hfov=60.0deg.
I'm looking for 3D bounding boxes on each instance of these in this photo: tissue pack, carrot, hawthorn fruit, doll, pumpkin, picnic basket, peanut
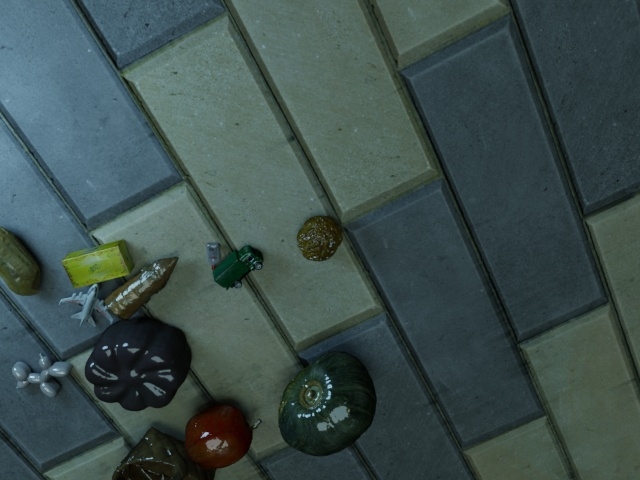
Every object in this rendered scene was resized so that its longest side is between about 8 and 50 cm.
[{"bbox_3d":[-0.653,0.069,1.630,0.176,0.062,0.095,-14,112,1],"label":"tissue pack"},{"bbox_3d":[-0.520,0.130,1.648,0.263,0.102,0.102,-40,109,10],"label":"carrot"},{"bbox_3d":[-0.312,0.635,1.808,0.254,0.205,0.205,-16,112,5],"label":"hawthorn fruit"},{"bbox_3d":[-0.893,0.428,1.757,0.160,0.059,0.161,30,107,-15],"label":"doll"},{"bbox_3d":[0.018,0.512,1.738,0.328,0.291,0.257,-31,132,19],"label":"pumpkin"},{"bbox_3d":[-0.521,0.835,1.798,0.337,0.337,0.293,30,115,-15],"label":"picnic basket"},{"bbox_3d":[-0.894,0.064,1.590,0.120,0.110,0.236,-32,119,-14],"label":"peanut"}]

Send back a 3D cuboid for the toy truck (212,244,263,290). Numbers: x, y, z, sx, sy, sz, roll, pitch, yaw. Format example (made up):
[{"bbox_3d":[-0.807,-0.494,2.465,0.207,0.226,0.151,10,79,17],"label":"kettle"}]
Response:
[{"bbox_3d":[-0.242,0.080,1.657,0.147,0.065,0.079,-40,123,10],"label":"toy truck"}]

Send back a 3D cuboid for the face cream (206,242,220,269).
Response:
[{"bbox_3d":[-0.322,0.048,1.666,0.040,0.021,0.083,1,111,-4],"label":"face cream"}]

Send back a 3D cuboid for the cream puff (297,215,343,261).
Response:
[{"bbox_3d":[-0.002,0.000,1.625,0.126,0.103,0.144,35,111,-17],"label":"cream puff"}]

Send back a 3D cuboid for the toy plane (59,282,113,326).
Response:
[{"bbox_3d":[-0.695,0.190,1.670,0.162,0.065,0.171,24,114,-12],"label":"toy plane"}]

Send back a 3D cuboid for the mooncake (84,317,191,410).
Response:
[{"bbox_3d":[-0.562,0.390,1.719,0.307,0.154,0.305,-1,113,-1],"label":"mooncake"}]
